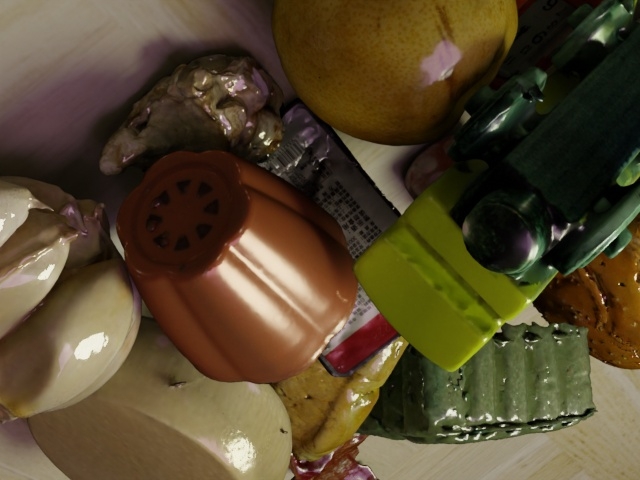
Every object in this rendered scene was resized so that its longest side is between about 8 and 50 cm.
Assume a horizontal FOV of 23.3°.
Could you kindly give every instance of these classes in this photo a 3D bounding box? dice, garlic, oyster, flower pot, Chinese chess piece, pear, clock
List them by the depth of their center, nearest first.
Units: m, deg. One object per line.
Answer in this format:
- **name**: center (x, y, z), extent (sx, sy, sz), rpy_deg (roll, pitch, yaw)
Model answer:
- **pear**: center (0.056, -0.185, 1.311), extent (0.209, 0.209, 0.209), rpy_deg (-21, 143, -17)
- **garlic**: center (-0.268, 0.029, 1.332), extent (0.203, 0.185, 0.281), rpy_deg (-47, 122, 5)
- **flower pot**: center (-0.081, 0.012, 1.355), extent (0.190, 0.190, 0.173), rpy_deg (-36, 146, 2)
- **oyster**: center (-0.107, -0.091, 1.388), extent (0.191, 0.081, 0.163), rpy_deg (-26, 141, -12)
- **clock**: center (0.202, -0.217, 1.509), extent (0.155, 0.061, 0.113), rpy_deg (-45, 145, 21)
- **Chinese chess piece**: center (-0.158, 0.185, 1.530), extent (0.273, 0.273, 0.102), rpy_deg (82, 28, -52)
- **dice**: center (0.149, -0.049, 1.629), extent (0.094, 0.093, 0.091), rpy_deg (-34, 145, -1)

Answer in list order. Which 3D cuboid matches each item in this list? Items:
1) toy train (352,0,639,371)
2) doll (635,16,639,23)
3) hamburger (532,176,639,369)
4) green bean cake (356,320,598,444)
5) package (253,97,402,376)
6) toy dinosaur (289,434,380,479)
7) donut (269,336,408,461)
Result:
- **toy train**: center (0.202, -0.058, 1.402), extent (0.272, 0.179, 0.442), rpy_deg (-47, 176, 40)
- **doll**: center (0.357, -0.177, 1.633), extent (0.252, 0.111, 0.237), rpy_deg (-31, 144, 11)
- **hamburger**: center (0.360, 0.026, 1.768), extent (0.211, 0.260, 0.245), rpy_deg (-34, 120, -25)
- **green bean cake**: center (0.149, 0.160, 1.751), extent (0.241, 0.132, 0.255), rpy_deg (-2, 174, -32)
- **package**: center (0.000, 0.000, 1.478), extent (0.154, 0.239, 0.030), rpy_deg (-39, 177, 6)
- **toy dinosaur**: center (0.007, 0.287, 1.895), extent (0.206, 0.113, 0.327), rpy_deg (-25, 142, -12)
- **donut**: center (0.007, 0.102, 1.598), extent (0.128, 0.208, 0.261), rpy_deg (26, 115, -9)
